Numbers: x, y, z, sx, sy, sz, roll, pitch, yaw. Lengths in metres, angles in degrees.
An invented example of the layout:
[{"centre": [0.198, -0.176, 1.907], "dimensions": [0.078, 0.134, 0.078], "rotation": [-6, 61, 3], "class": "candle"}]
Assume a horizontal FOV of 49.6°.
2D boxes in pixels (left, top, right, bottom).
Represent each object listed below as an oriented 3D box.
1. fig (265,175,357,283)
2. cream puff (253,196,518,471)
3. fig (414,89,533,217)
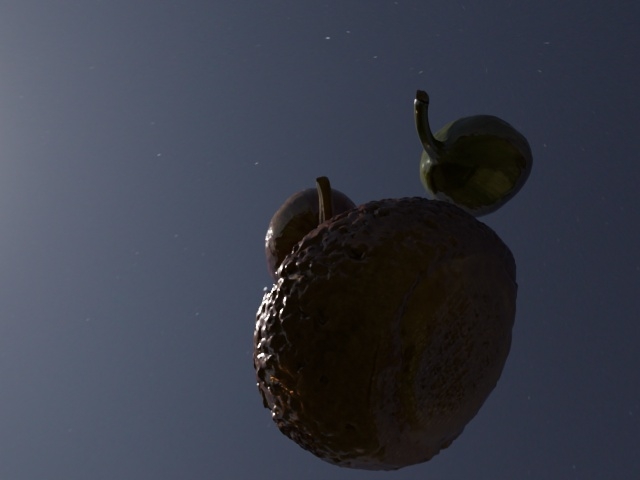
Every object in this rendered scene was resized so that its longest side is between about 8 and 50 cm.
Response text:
[{"centre": [0.001, 0.007, 0.992], "dimensions": [0.175, 0.207, 0.174], "rotation": [0, -92, -8], "class": "fig"}, {"centre": [0.059, 0.090, 0.729], "dimensions": [0.212, 0.303, 0.302], "rotation": [21, -67, 40], "class": "cream puff"}, {"centre": [0.173, -0.114, 0.885], "dimensions": [0.149, 0.245, 0.149], "rotation": [-12, -111, 35], "class": "fig"}]
